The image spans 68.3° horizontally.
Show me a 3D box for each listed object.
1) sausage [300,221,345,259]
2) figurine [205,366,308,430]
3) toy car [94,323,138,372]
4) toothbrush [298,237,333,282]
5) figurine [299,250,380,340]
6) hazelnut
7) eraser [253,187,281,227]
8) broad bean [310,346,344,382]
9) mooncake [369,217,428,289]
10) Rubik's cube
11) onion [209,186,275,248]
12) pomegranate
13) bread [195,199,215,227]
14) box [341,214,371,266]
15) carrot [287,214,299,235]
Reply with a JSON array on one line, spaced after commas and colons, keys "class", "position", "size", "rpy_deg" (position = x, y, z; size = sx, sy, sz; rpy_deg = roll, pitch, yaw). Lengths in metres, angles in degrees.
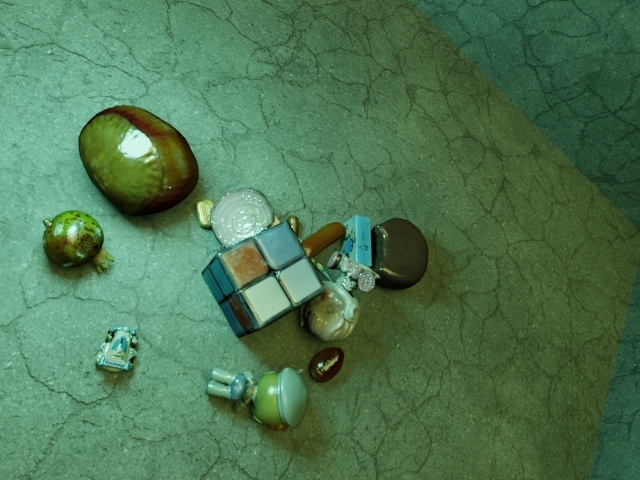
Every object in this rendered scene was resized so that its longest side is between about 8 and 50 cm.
[{"class": "sausage", "position": [0.000, 0.000, 2.077], "size": [0.300, 0.083, 0.089], "rpy_deg": [-35, 89, -39]}, {"class": "figurine", "position": [-0.227, 0.576, 1.724], "size": [0.382, 0.205, 0.224], "rpy_deg": [6, 65, -16]}, {"class": "toy car", "position": [-0.685, 0.370, 1.615], "size": [0.126, 0.098, 0.161], "rpy_deg": [21, 67, -21]}, {"class": "toothbrush", "position": [-0.010, 0.109, 2.080], "size": [0.030, 0.030, 0.304], "rpy_deg": [-37, 91, -31]}, {"class": "figurine", "position": [0.086, 0.247, 1.924], "size": [0.211, 0.253, 0.361], "rpy_deg": [36, 88, -35]}, {"class": "hazelnut", "position": [-0.645, -0.298, 1.723], "size": [0.421, 0.353, 0.421], "rpy_deg": [19, 40, -17]}, {"class": "eraser", "position": [-0.219, -0.076, 1.987], "size": [0.076, 0.078, 0.298], "rpy_deg": [-37, 89, -9]}, {"class": "broad bean", "position": [0.028, 0.509, 1.939], "size": [0.165, 0.084, 0.114], "rpy_deg": [-30, 72, -25]}, {"class": "mooncake", "position": [0.340, 0.071, 2.186], "size": [0.334, 0.174, 0.326], "rpy_deg": [-23, 82, -28]}, {"class": "Rubik's cube", "position": [-0.226, 0.152, 1.793], "size": [0.313, 0.318, 0.316], "rpy_deg": [-28, 86, -29]}, {"class": "onion", "position": [-0.312, -0.082, 1.893], "size": [0.250, 0.111, 0.247], "rpy_deg": [-30, 61, -8]}, {"class": "pomegranate", "position": [-0.838, 0.019, 1.623], "size": [0.198, 0.198, 0.246], "rpy_deg": [-30, 128, -31]}, {"class": "bread", "position": [-0.463, -0.107, 1.909], "size": [0.082, 0.056, 0.115], "rpy_deg": [-14, 85, -26]}, {"class": "box", "position": [0.159, 0.019, 2.129], "size": [0.083, 0.142, 0.232], "rpy_deg": [7, 71, -24]}, {"class": "carrot", "position": [-0.120, -0.030, 2.058], "size": [0.055, 0.055, 0.161], "rpy_deg": [4, 77, -25]}]
